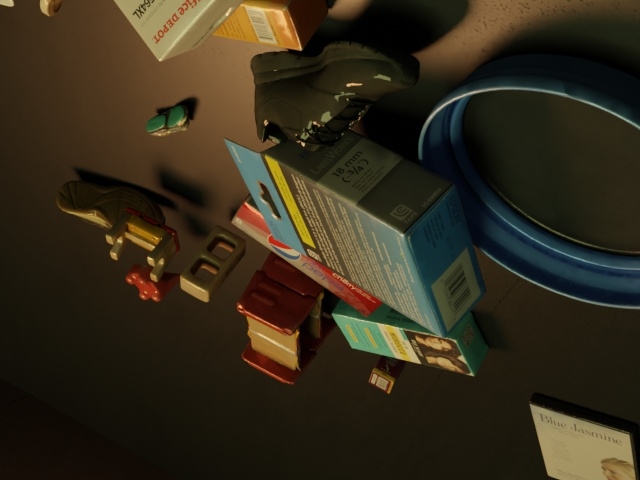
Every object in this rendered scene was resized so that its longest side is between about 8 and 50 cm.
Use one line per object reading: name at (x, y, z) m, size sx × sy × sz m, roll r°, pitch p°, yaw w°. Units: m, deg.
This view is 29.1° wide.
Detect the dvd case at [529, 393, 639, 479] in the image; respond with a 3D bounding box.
dvd case at (0.453, 0.356, 2.076) m, size 0.180 × 0.022 × 0.253 m, roll 15°, pitch 147°, yaw 30°

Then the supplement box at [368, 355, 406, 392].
supplement box at (0.122, 0.211, 2.114) m, size 0.043 × 0.083 × 0.055 m, roll 28°, pitch 151°, yaw 10°

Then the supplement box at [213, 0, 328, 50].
supplement box at (-0.111, -0.305, 1.544) m, size 0.233 × 0.078 × 0.080 m, roll 17°, pitch 150°, yaw 28°

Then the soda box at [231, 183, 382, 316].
soda box at (0.000, 0.000, 1.896) m, size 0.263 × 0.092 × 0.083 m, roll 34°, pitch 151°, yaw -3°

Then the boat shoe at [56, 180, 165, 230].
boat shoe at (-0.365, -0.055, 2.206) m, size 0.223 × 0.080 × 0.073 m, roll 14°, pitch 170°, yaw 24°

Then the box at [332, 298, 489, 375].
box at (0.146, 0.149, 2.017) m, size 0.244 × 0.060 × 0.100 m, roll 10°, pitch 144°, yaw 37°

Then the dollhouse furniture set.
dollhouse furniture set at (-0.163, 0.068, 2.109) m, size 0.374 × 0.152 × 0.201 m, roll 27°, pitch 151°, yaw 14°

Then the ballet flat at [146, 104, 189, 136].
ballet flat at (-0.225, -0.183, 1.901) m, size 0.041 × 0.041 × 0.114 m, roll 46°, pitch 149°, yaw -24°

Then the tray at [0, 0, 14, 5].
tray at (-0.580, -0.439, 1.854) m, size 0.270 × 0.030 × 0.145 m, roll 18°, pitch 148°, yaw 25°

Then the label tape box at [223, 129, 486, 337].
label tape box at (0.049, -0.037, 1.676) m, size 0.333 × 0.106 × 0.241 m, roll 31°, pitch 158°, yaw 35°

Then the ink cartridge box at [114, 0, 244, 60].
ink cartridge box at (-0.188, -0.340, 1.459) m, size 0.203 × 0.086 × 0.148 m, roll 53°, pitch 131°, yaw 2°

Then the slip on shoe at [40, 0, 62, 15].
slip on shoe at (-0.367, -0.361, 1.749) m, size 0.041 × 0.051 × 0.135 m, roll 22°, pitch 146°, yaw -5°

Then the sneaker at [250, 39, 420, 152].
sneaker at (0.018, -0.177, 1.537) m, size 0.109 × 0.130 × 0.286 m, roll 6°, pitch 176°, yaw -37°

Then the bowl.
bowl at (0.310, -0.068, 1.493) m, size 0.391 × 0.077 × 0.391 m, roll 25°, pitch 151°, yaw 15°
